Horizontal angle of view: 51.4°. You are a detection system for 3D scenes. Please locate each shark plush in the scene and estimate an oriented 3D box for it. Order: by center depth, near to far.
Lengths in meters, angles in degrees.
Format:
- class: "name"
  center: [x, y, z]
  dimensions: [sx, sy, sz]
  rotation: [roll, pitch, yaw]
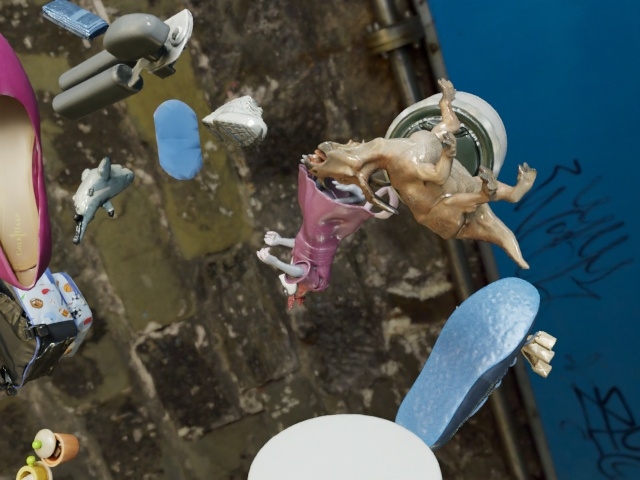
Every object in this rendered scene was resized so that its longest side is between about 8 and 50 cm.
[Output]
- class: "shark plush"
  center: [-0.344, -0.064, 1.045]
  dimensions: [0.067, 0.073, 0.161]
  rotation: [41, 36, -32]

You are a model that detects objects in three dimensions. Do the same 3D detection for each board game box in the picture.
- class: "board game box"
  center: [-0.310, -0.210, 1.404]
  dimensions: [0.133, 0.033, 0.168]
  rotation: [-14, 98, -59]

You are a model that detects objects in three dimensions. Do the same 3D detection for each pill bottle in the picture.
- class: "pill bottle"
  center: [0.032, 0.403, 0.709]
  dimensions: [0.224, 0.224, 0.392]
  rotation: [-116, -159, -68]

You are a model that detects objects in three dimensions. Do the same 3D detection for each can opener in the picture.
- class: "can opener"
  center: [-0.262, -0.227, 0.844]
  dimensions: [0.093, 0.280, 0.074]
  rotation: [28, 61, -40]

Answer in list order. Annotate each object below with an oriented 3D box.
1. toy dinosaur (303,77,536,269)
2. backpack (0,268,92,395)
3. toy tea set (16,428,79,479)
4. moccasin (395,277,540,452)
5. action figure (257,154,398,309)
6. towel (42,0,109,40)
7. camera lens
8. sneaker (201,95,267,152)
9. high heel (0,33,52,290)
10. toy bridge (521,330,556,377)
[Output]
- class: "toy dinosaur"
  center: [0.144, -0.065, 0.872]
  dimensions: [0.295, 0.127, 0.200]
  rotation: [45, -48, 3]
- class: "backpack"
  center: [-0.674, 0.170, 1.540]
  dimensions: [0.263, 0.276, 0.213]
  rotation: [51, 33, 14]
- class: "toy tea set"
  center: [-0.644, 0.603, 1.504]
  dimensions: [0.124, 0.200, 0.336]
  rotation: [21, 59, -62]
- class: "moccasin"
  center: [0.243, 0.210, 1.129]
  dimensions: [0.138, 0.342, 0.117]
  rotation: [40, -5, 32]
- class: "action figure"
  center: [0.000, 0.000, 1.542]
  dimensions: [0.248, 0.276, 0.370]
  rotation: [-87, -172, -64]
- class: "towel"
  center: [-0.483, -0.439, 1.315]
  dimensions: [0.119, 0.067, 0.029]
  rotation: [28, -42, 9]
- class: "camera lens"
  center: [0.251, -0.179, 1.314]
  dimensions: [0.219, 0.219, 0.274]
  rotation: [70, 23, -9]
- class: "sneaker"
  center: [-0.193, -0.295, 1.594]
  dimensions: [0.111, 0.129, 0.297]
  rotation: [47, -9, -29]
- class: "high heel"
  center: [-0.458, -0.117, 0.979]
  dimensions: [0.181, 0.127, 0.377]
  rotation: [38, -43, 50]
- class: "toy bridge"
  center: [0.425, 0.216, 1.307]
  dimensions: [0.063, 0.026, 0.188]
  rotation: [31, -16, 28]
